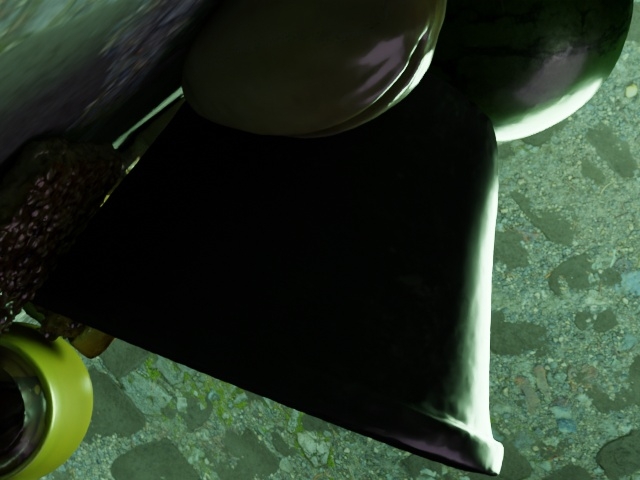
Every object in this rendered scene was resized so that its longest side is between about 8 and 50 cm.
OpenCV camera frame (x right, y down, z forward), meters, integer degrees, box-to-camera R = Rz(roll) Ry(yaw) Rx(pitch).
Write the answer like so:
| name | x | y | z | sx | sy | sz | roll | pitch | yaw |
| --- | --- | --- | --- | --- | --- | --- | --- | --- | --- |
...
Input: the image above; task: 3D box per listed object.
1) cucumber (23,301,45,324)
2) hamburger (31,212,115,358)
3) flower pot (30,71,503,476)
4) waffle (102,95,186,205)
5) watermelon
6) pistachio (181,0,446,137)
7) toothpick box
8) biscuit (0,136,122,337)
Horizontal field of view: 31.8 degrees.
| name | x | y | z | sx | sy | sz | roll | pitch | yaw |
| --- | --- | --- | --- | --- | --- | --- | --- | --- | --- |
| cucumber | -0.241 | 0.001 | 1.313 | 0.067 | 0.067 | 0.293 | -39 | -173 | 38 |
| hamburger | -0.210 | 0.030 | 1.125 | 0.191 | 0.118 | 0.182 | -50 | -176 | -25 |
| flower pot | 0.000 | 0.000 | 0.835 | 0.379 | 0.379 | 0.251 | 159 | -46 | -79 |
| waffle | -0.155 | -0.067 | 0.942 | 0.092 | 0.021 | 0.135 | -45 | -175 | -37 |
| watermelon | 0.147 | -0.201 | 0.986 | 0.242 | 0.242 | 0.242 | -42 | -176 | 4 |
| pistachio | -0.002 | -0.124 | 0.660 | 0.184 | 0.124 | 0.124 | -21 | -166 | 30 |
| toothpick box | -0.323 | 0.165 | 1.118 | 0.175 | 0.175 | 0.271 | -43 | 180 | -9 |
| biscuit | -0.199 | 0.036 | 0.648 | 0.231 | 0.025 | 0.131 | -51 | 175 | 10 |
